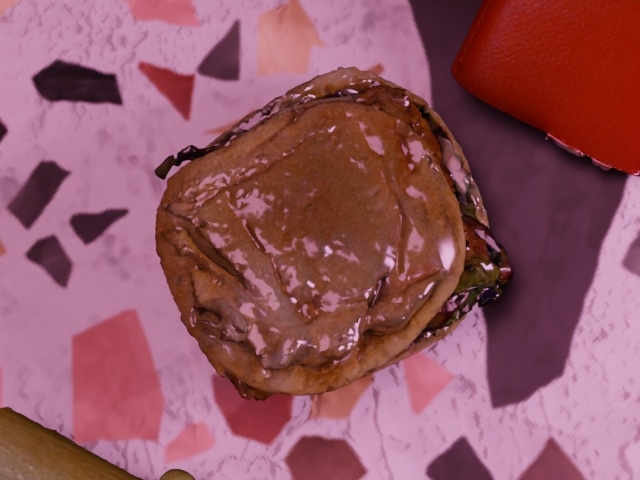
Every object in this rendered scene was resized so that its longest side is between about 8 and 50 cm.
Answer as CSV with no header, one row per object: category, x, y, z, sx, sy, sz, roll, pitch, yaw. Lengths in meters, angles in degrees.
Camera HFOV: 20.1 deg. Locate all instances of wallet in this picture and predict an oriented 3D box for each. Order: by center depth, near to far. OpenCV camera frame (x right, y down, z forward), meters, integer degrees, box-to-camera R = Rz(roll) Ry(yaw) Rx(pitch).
wallet,0.175,-0.146,1.073,0.142,0.045,0.204,28,131,6

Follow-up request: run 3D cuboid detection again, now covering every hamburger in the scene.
hamburger,0.000,0.000,1.124,0.206,0.130,0.183,-27,78,-12

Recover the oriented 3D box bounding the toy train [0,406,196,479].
toy train,-0.130,0.226,1.100,0.307,0.126,0.189,26,87,15
